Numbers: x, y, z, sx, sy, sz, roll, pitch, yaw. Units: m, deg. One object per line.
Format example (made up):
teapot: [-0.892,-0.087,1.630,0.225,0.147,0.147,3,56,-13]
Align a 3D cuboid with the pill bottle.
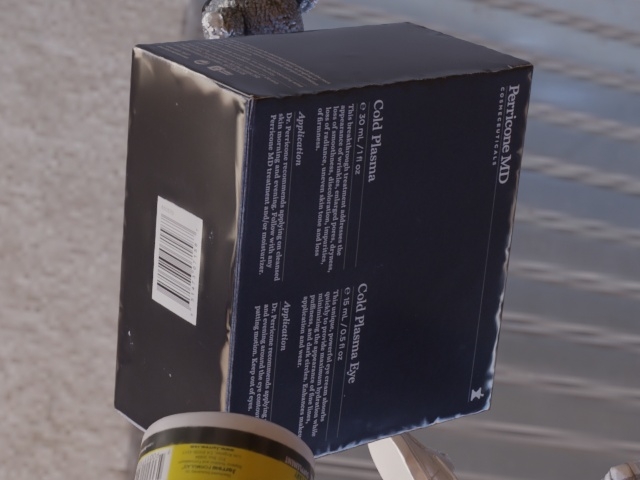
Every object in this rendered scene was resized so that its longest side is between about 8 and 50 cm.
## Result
pill bottle: [-0.072,0.225,1.086,0.119,0.208,0.119,6,151,3]

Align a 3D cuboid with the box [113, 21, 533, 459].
box: [0.000,0.000,1.498,0.312,0.343,0.179,-9,-156,-37]

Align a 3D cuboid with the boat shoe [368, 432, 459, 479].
boat shoe: [0.123,0.263,1.869,0.063,0.184,0.066,-28,156,-33]

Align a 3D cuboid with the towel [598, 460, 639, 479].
towel: [0.304,0.313,1.461,0.121,0.235,0.284,-33,164,21]

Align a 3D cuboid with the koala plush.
koala plush: [-0.069,-0.207,1.898,0.203,0.196,0.221,33,143,25]
